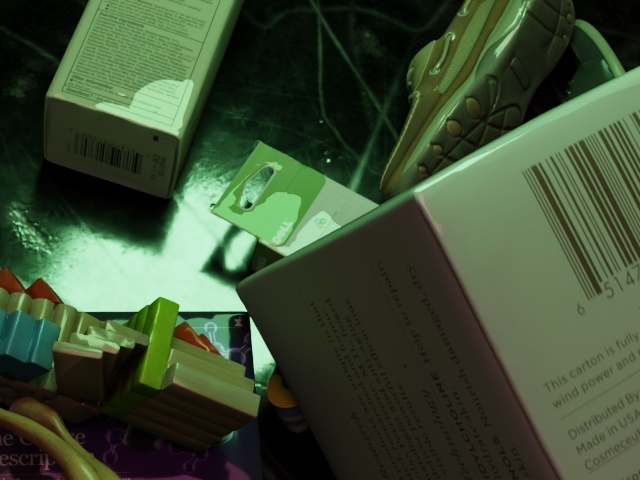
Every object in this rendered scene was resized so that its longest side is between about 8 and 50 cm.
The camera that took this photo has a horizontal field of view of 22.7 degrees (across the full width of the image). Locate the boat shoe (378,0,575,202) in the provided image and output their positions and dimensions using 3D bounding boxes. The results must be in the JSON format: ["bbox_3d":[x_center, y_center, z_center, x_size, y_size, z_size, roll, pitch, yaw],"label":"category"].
[{"bbox_3d":[0.153,-0.158,1.718,0.116,0.123,0.324,17,61,39],"label":"boat shoe"}]

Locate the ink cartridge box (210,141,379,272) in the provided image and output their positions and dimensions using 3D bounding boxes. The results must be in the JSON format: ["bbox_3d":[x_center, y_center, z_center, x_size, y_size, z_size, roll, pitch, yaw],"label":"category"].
[{"bbox_3d":[0.000,0.000,1.610,0.209,0.062,0.109,29,59,7],"label":"ink cartridge box"}]

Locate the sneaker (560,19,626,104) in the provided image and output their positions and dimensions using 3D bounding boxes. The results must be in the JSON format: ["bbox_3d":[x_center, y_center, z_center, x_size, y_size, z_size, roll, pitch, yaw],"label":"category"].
[{"bbox_3d":[0.282,-0.149,1.745,0.118,0.083,0.222,-29,47,6],"label":"sneaker"}]

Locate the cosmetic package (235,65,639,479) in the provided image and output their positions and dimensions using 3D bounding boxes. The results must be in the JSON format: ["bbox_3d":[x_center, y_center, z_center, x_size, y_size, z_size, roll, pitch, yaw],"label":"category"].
[{"bbox_3d":[0.191,0.077,1.361,0.329,0.393,0.327,-28,90,-24],"label":"cosmetic package"}]

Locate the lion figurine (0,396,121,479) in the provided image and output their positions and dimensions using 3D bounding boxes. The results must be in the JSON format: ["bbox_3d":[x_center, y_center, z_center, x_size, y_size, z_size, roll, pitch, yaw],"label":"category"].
[{"bbox_3d":[-0.172,0.294,1.258,0.142,0.240,0.392,-34,114,-30],"label":"lion figurine"}]

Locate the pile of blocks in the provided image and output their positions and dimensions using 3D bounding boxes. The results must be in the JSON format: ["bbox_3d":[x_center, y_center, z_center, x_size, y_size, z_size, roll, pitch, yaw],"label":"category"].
[{"bbox_3d":[-0.225,0.075,1.355,0.362,0.149,0.113,11,59,-3],"label":"pile of blocks"}]

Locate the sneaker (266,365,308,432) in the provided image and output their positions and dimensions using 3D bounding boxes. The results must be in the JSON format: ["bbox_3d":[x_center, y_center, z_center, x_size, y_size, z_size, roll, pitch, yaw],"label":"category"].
[{"bbox_3d":[-0.012,0.124,1.545,0.053,0.059,0.144,3,42,25],"label":"sneaker"}]

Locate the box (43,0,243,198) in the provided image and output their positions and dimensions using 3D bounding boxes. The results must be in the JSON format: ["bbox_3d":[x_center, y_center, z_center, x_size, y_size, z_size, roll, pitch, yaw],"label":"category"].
[{"bbox_3d":[-0.171,-0.216,1.669,0.148,0.121,0.311,19,58,0],"label":"box"}]

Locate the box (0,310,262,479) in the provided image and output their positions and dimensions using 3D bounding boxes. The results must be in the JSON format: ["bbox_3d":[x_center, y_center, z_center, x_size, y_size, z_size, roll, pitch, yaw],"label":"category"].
[{"bbox_3d":[-0.192,0.165,1.456,0.261,0.103,0.184,0,57,-11],"label":"box"}]
